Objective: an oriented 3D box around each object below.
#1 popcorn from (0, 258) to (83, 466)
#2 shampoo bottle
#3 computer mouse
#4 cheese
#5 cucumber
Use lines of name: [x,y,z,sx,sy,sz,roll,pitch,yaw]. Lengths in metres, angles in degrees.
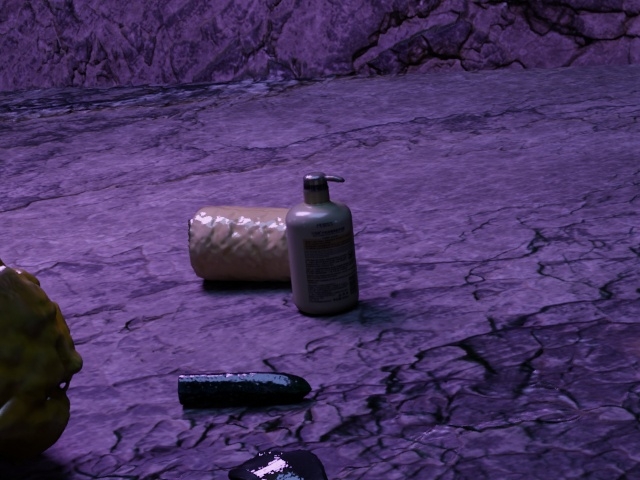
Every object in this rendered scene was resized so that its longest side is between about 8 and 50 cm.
popcorn: [-0.346,0.119,1.276,0.225,0.249,0.249,-33,-3,36]
shampoo bottle: [0.000,0.000,1.648,0.079,0.162,0.079,-6,16,2]
computer mouse: [-0.032,0.198,1.182,0.079,0.047,0.135,-11,15,-20]
cheese: [-0.076,0.005,1.793,0.167,0.094,0.123,2,7,10]
cucumber: [-0.074,0.146,1.406,0.133,0.032,0.032,-2,16,8]
